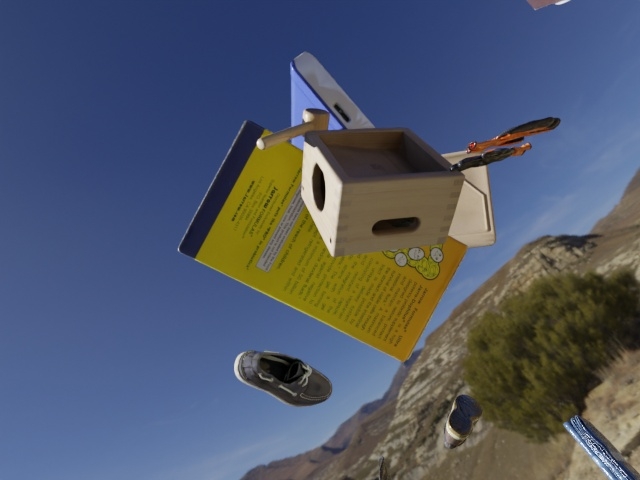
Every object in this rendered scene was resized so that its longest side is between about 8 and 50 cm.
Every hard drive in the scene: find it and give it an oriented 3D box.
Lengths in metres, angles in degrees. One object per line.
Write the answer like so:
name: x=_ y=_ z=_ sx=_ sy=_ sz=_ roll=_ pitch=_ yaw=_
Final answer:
hard drive: x=0.024 y=-0.161 z=0.760 sx=0.040 sy=0.210 sz=0.318 roll=-39 pitch=-4 yaw=-8

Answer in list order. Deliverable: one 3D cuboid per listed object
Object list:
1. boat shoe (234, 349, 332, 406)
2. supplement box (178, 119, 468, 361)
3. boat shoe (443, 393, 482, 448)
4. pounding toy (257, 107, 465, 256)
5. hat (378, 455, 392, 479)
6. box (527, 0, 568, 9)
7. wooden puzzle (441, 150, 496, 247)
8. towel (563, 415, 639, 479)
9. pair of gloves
boat shoe: x=-0.048 y=0.242 z=0.740 sx=0.206 sy=0.075 sz=0.065 roll=30 pitch=-38 yaw=-30
supplement box: x=0.000 y=0.000 z=0.657 sx=0.195 sy=0.356 sz=0.194 roll=-61 pitch=12 yaw=1
boat shoe: x=0.262 y=0.337 z=0.796 sx=0.152 sy=0.056 sz=0.049 roll=-3 pitch=-56 yaw=-56
pounding toy: x=0.020 y=-0.073 z=0.480 sx=0.181 sy=0.206 sz=0.094 roll=-6 pitch=-54 yaw=-16
hat: x=0.087 y=0.567 z=0.748 sx=0.134 sy=0.331 sz=0.331 roll=-12 pitch=-25 yaw=4
box: x=0.271 y=-0.523 z=0.586 sx=0.143 sy=0.381 sz=0.191 roll=-46 pitch=14 yaw=15
wooden puzzle: x=0.313 y=-0.095 z=1.067 sx=0.221 sy=0.238 sz=0.044 roll=-6 pitch=-3 yaw=20
towel: x=0.409 y=0.308 z=0.601 sx=0.067 sy=0.119 sz=0.029 roll=28 pitch=-72 yaw=-28
pair of gloves: x=0.149 y=-0.078 z=0.352 sx=0.074 sy=0.010 sz=0.083 roll=-15 pitch=-8 yaw=-2
